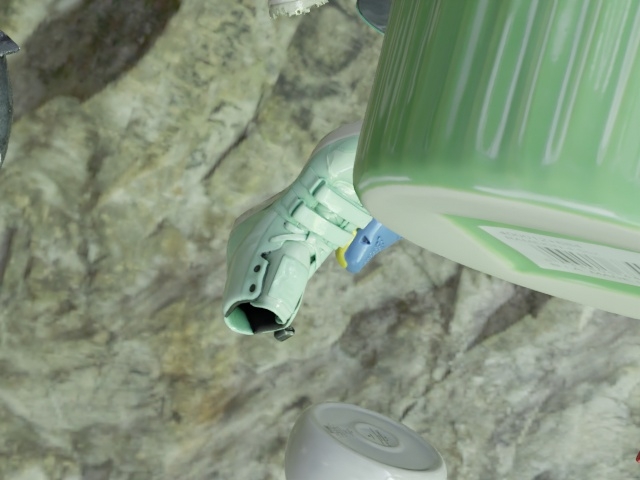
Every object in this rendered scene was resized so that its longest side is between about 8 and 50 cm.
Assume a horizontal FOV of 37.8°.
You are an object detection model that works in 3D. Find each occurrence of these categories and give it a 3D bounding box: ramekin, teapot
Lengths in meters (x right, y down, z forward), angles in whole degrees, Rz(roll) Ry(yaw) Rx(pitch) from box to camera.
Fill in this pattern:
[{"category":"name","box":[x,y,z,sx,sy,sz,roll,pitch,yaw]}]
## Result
[{"category":"ramekin","box":[0.164,-0.051,0.494,0.303,0.303,0.148,11,-99,44]},{"category":"teapot","box":[0.051,0.364,1.350,0.253,0.256,0.187,23,-81,15]}]

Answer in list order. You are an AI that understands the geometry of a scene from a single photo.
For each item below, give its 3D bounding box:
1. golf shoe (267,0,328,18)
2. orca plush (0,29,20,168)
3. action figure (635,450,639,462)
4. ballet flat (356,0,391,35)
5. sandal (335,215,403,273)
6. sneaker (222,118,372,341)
[{"category":"golf shoe","box":[-0.017,-0.293,0.958,0.069,0.086,0.176,-3,-140,28]},{"category":"orca plush","box":[-0.381,-0.108,0.969,0.102,0.151,0.287,-75,-177,-69]},{"category":"action figure","box":[0.376,0.214,0.981,0.038,0.030,0.115,46,-30,12]},{"category":"ballet flat","box":[0.142,-0.263,1.140,0.074,0.203,0.074,-44,-147,40]},{"category":"sandal","box":[0.154,-0.061,1.319,0.317,0.126,0.138,-43,-90,-8]},{"category":"sneaker","box":[0.000,0.000,0.883,0.256,0.094,0.151,-37,-146,37]}]
